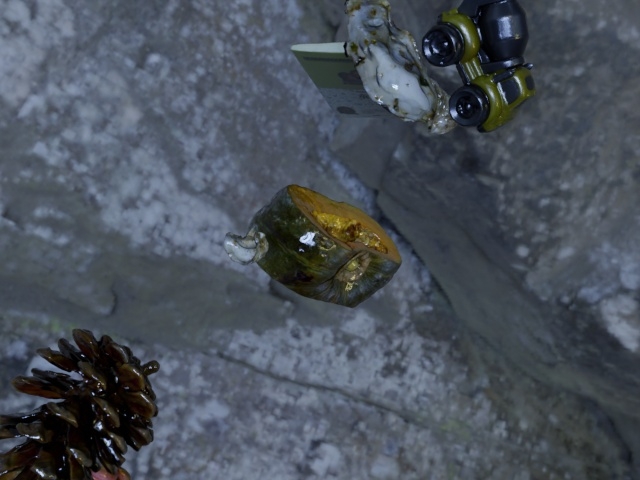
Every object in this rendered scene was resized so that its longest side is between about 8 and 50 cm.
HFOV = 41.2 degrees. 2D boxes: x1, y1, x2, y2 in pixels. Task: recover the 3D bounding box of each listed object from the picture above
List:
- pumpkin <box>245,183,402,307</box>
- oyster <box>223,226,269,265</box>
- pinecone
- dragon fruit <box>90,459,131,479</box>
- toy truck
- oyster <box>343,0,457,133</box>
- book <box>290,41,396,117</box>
[{"bbox_3d":[0.000,0.000,1.548,0.317,0.139,0.222,12,-150,-51],"label":"pumpkin"},{"bbox_3d":[-0.109,0.001,1.288,0.083,0.038,0.081,43,133,34],"label":"oyster"},{"bbox_3d":[-0.390,0.277,1.349,0.244,0.309,0.244,29,144,24],"label":"pinecone"},{"bbox_3d":[-0.458,0.450,1.528,0.227,0.224,0.224,40,164,22],"label":"dragon fruit"},{"bbox_3d":[0.289,-0.304,1.436,0.165,0.147,0.224,-20,94,39],"label":"toy truck"},{"bbox_3d":[0.147,-0.331,1.570,0.166,0.094,0.294,5,131,45],"label":"oyster"},{"bbox_3d":[0.100,-0.342,1.863,0.239,0.035,0.352,4,167,19],"label":"book"}]
